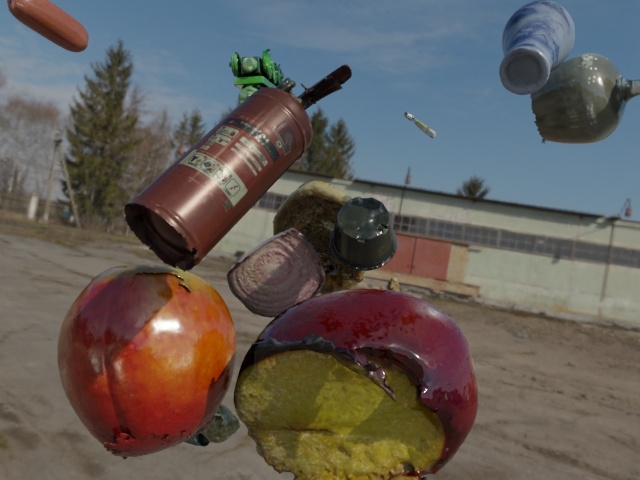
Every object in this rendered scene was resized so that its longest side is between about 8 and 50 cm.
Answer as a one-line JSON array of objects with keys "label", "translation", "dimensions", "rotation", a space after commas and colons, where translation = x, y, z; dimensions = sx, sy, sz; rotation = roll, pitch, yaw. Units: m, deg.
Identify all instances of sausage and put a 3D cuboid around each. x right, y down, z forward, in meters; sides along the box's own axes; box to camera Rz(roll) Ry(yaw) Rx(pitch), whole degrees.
[{"label": "sausage", "translation": [-0.497, -0.403, 1.013], "dimensions": [0.062, 0.062, 0.154], "rotation": [9, -7, 26]}]

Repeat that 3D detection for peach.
[{"label": "peach", "translation": [-0.336, 0.231, 1.081], "dimensions": [0.369, 0.371, 0.370], "rotation": [10, -1, 0]}, {"label": "peach", "translation": [0.055, 0.266, 1.007], "dimensions": [0.416, 0.340, 0.353], "rotation": [-6, 18, -17]}]

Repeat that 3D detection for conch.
[{"label": "conch", "translation": [-0.286, 0.465, 1.421], "dimensions": [0.172, 0.116, 0.106], "rotation": [-1, 17, -12]}]

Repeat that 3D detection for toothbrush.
[{"label": "toothbrush", "translation": [0.292, -0.346, 1.641], "dimensions": [0.024, 0.021, 0.288], "rotation": [25, 19, -16]}]

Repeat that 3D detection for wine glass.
[{"label": "wine glass", "translation": [0.711, -0.360, 1.385], "dimensions": [0.322, 0.238, 0.238], "rotation": [-4, -10, 40]}]

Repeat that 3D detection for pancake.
[{"label": "pancake", "translation": [0.001, -0.001, 1.613], "dimensions": [0.355, 0.357, 0.065], "rotation": [9, 23, 28]}]

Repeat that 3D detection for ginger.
[{"label": "ginger", "translation": [0.215, 0.195, 1.605], "dimensions": [0.051, 0.174, 0.069], "rotation": [-10, -34, 7]}]

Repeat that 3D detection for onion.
[{"label": "onion", "translation": [-0.116, 0.081, 1.506], "dimensions": [0.247, 0.250, 0.111], "rotation": [54, 6, -37]}]

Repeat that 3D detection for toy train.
[{"label": "toy train", "translation": [-0.117, -0.294, 1.077], "dimensions": [0.084, 0.119, 0.251], "rotation": [-2, 9, 5]}]

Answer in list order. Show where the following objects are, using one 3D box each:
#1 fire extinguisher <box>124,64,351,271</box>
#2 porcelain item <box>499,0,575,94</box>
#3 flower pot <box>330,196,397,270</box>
[{"label": "fire extinguisher", "translation": [-0.079, -0.114, 0.687], "dimensions": [0.147, 0.337, 0.106], "rotation": [-7, -53, 52]}, {"label": "porcelain item", "translation": [0.415, -0.374, 1.073], "dimensions": [0.141, 0.141, 0.259], "rotation": [9, 41, 23]}, {"label": "flower pot", "translation": [0.096, -0.023, 1.243], "dimensions": [0.157, 0.158, 0.107], "rotation": [10, -31, 11]}]
